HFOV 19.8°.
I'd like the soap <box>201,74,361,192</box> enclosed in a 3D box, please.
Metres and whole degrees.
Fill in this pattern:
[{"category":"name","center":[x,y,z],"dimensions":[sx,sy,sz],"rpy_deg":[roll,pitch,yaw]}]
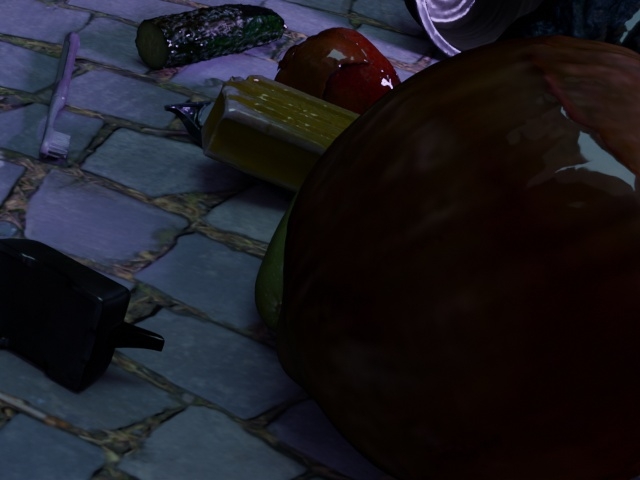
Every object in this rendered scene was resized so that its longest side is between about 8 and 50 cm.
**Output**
[{"category":"soap","center":[-0.010,-0.102,1.962],"dimensions":[0.232,0.073,0.140],"rpy_deg":[20,21,-15]}]

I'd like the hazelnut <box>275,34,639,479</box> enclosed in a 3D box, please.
[{"category":"hazelnut","center":[0.159,0.024,1.503],"dimensions":[0.421,0.421,0.353],"rpy_deg":[36,-7,39]}]

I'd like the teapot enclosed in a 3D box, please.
[{"category":"teapot","center":[-0.210,0.054,1.530],"dimensions":[0.177,0.087,0.096],"rpy_deg":[26,21,24]}]

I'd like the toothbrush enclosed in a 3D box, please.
[{"category":"toothbrush","center":[-0.284,-0.164,2.037],"dimensions":[0.029,0.024,0.354],"rpy_deg":[17,23,-11]}]

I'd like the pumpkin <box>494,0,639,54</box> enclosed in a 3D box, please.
[{"category":"pumpkin","center":[0.313,-0.094,1.847],"dimensions":[0.363,0.363,0.266],"rpy_deg":[38,-9,42]}]

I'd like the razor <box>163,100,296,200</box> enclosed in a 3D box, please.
[{"category":"razor","center":[-0.092,-0.094,2.000],"dimensions":[0.066,0.033,0.190],"rpy_deg":[-11,41,-46]}]

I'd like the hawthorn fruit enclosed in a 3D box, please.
[{"category":"hawthorn fruit","center":[0.029,-0.161,2.092],"dimensions":[0.172,0.148,0.148],"rpy_deg":[40,28,7]}]

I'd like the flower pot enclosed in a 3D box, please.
[{"category":"flower pot","center":[0.205,-0.365,2.583],"dimensions":[0.235,0.235,0.148],"rpy_deg":[4,7,-24]}]

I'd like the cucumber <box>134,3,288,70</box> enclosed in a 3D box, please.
[{"category":"cucumber","center":[-0.124,-0.265,2.312],"dimensions":[0.067,0.067,0.293],"rpy_deg":[27,26,25]}]

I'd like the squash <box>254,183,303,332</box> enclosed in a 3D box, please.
[{"category":"squash","center":[0.000,0.000,1.757],"dimensions":[0.094,0.094,0.341],"rpy_deg":[16,30,2]}]
